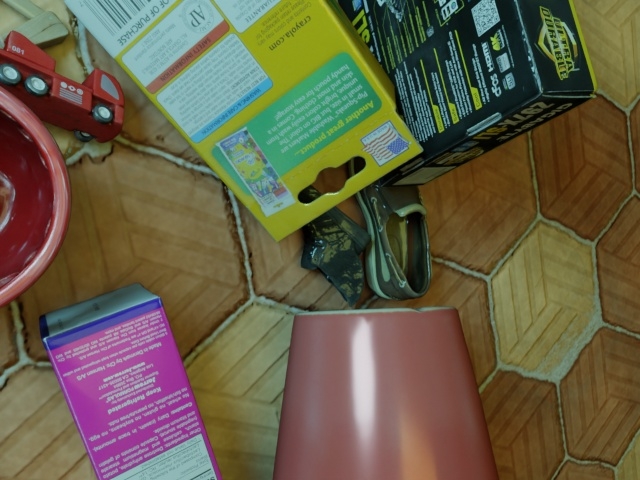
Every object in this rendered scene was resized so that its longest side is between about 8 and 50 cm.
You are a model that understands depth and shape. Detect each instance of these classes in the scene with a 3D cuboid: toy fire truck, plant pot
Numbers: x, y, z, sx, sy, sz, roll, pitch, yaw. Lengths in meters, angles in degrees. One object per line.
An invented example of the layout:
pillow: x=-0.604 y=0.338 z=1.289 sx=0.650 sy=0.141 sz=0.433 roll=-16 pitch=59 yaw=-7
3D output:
toy fire truck: x=-0.279 y=-0.185 z=0.530 sx=0.192 sy=0.047 sz=0.136 roll=19 pitch=55 yaw=-44
plant pot: x=-0.315 y=-0.037 z=0.463 sx=0.190 sy=0.174 sz=0.191 roll=-3 pitch=95 yaw=-28
plant pot: x=0.068 y=0.202 z=0.647 sx=0.274 sy=0.275 sz=0.244 roll=1 pitch=82 yaw=-28

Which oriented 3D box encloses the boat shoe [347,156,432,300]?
boat shoe: x=0.104 y=-0.047 z=0.726 sx=0.095 sy=0.095 sz=0.258 roll=-15 pitch=100 yaw=-26

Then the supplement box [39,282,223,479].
supplement box: x=-0.195 y=0.170 z=0.576 sx=0.113 sy=0.111 sz=0.220 roll=-20 pitch=103 yaw=-26

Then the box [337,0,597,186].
box: x=0.122 y=-0.247 z=0.590 sx=0.079 sy=0.257 sz=0.323 roll=-9 pitch=81 yaw=-25

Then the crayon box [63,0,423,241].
crayon box: x=-0.065 y=-0.178 z=0.576 sx=0.203 sy=0.083 sz=0.323 roll=-31 pitch=113 yaw=22

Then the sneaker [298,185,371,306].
sneaker: x=-0.001 y=0.000 z=0.698 sx=0.170 sy=0.051 sz=0.089 roll=38 pitch=85 yaw=-17
